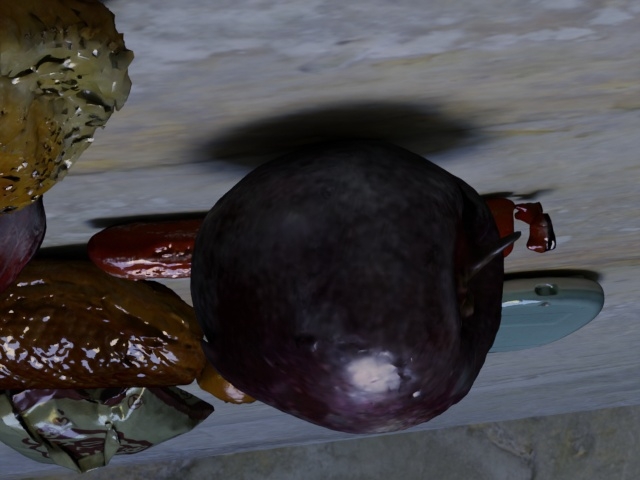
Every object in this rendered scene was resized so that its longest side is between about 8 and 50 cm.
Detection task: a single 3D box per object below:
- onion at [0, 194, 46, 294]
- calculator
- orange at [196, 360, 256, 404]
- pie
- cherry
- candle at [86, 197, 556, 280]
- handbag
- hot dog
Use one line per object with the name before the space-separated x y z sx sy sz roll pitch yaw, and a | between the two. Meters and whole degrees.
onion | -0.251 0.005 0.991 0.206 0.151 0.098 -23 153 5
calculator | 0.170 0.077 1.812 0.184 0.042 0.295 -3 168 -14
orange | -0.089 0.146 2.004 0.086 0.062 0.086 -8 168 -2
pie | -0.246 -0.055 0.799 0.308 0.085 0.308 -4 170 -1
cherry | 0.017 0.025 1.121 0.195 0.195 0.195 -5 169 -1
candle | 0.000 0.000 1.322 0.329 0.048 0.051 -3 156 -8
handbag | -0.238 0.163 1.865 0.213 0.127 0.235 -9 157 12
hot dog | -0.200 0.068 1.430 0.227 0.099 0.160 -4 169 -1
